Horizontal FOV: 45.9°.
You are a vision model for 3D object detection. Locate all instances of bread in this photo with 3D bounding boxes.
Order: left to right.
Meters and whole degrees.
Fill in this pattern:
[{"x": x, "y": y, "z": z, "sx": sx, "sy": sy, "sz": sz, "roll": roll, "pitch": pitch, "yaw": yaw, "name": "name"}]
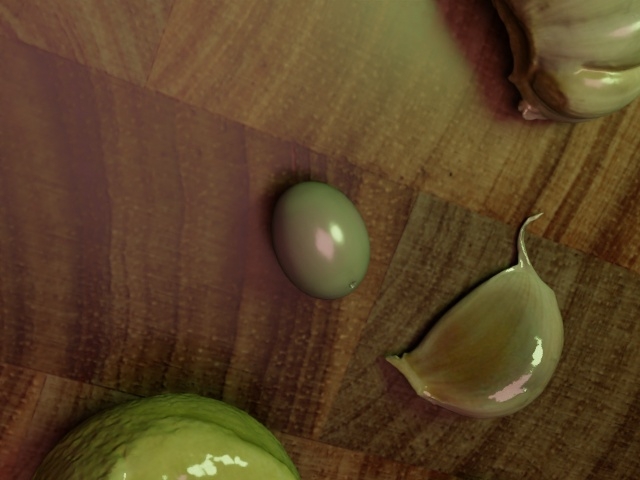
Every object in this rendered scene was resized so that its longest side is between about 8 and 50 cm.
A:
[{"x": -0.164, "y": 0.323, "z": 0.805, "sx": 0.320, "sy": 0.237, "sz": 0.321, "roll": -7, "pitch": 106, "yaw": -27, "name": "bread"}]

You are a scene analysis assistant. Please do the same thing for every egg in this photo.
[{"x": 0.000, "y": 0.000, "z": 0.821, "sx": 0.103, "sy": 0.103, "sz": 0.135, "roll": -24, "pitch": 105, "yaw": -7, "name": "egg"}]

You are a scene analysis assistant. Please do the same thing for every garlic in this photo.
[{"x": 0.232, "y": 0.111, "z": 0.920, "sx": 0.267, "sy": 0.128, "sz": 0.148, "roll": -49, "pitch": 121, "yaw": -9, "name": "garlic"}, {"x": 0.290, "y": -0.264, "z": 0.783, "sx": 0.203, "sy": 0.184, "sz": 0.281, "roll": -38, "pitch": 109, "yaw": -19, "name": "garlic"}]
